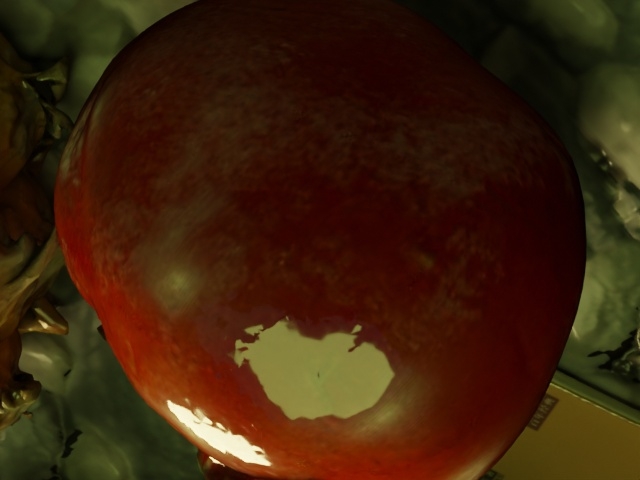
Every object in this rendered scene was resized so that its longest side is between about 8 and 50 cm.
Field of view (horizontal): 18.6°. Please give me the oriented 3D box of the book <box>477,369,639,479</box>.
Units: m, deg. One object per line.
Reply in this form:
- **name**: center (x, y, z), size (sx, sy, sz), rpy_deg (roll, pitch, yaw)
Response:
- **book**: center (0.125, 0.121, 0.761), size (0.172, 0.012, 0.118), rpy_deg (26, 126, -6)

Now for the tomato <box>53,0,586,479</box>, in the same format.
- **tomato**: center (0.000, 0.000, 0.608), size (0.187, 0.187, 0.151), rpy_deg (42, 99, -17)

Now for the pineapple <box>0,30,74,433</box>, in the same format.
- **pineapple**: center (-0.176, -0.009, 0.678), size (0.186, 0.114, 0.236), rpy_deg (0, 128, 12)
